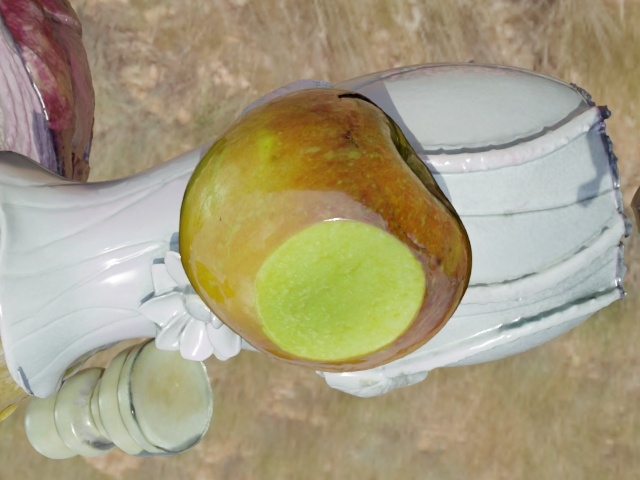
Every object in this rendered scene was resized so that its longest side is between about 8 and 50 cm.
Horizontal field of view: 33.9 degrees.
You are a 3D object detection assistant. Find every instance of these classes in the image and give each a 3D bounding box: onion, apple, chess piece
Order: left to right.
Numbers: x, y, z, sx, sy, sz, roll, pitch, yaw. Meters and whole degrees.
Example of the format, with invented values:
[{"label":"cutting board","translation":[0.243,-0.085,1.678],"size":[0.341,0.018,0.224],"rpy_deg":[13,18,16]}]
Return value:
[{"label":"onion","translation":[-0.249,-0.137,0.941],"size":[0.111,0.247,0.250],"rpy_deg":[-21,146,-32]},{"label":"chess piece","translation":[-0.342,0.265,1.662],"size":[0.330,0.182,0.182],"rpy_deg":[-17,143,37]},{"label":"apple","translation":[-0.001,-0.004,0.610],"size":[0.147,0.146,0.163],"rpy_deg":[-36,118,14]}]

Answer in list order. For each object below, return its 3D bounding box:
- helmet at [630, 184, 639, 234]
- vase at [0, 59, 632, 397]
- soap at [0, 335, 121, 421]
[{"label":"helmet","translation":[0.316,-0.043,0.894],"size":[0.098,0.070,0.123],"rpy_deg":[-5,139,-49]},{"label":"vase","translation":[-0.021,-0.003,0.782],"size":[0.445,0.250,0.250],"rpy_deg":[-8,152,-5]},{"label":"soap","translation":[-0.403,0.029,1.153],"size":[0.293,0.335,0.156],"rpy_deg":[-30,156,-24]}]
